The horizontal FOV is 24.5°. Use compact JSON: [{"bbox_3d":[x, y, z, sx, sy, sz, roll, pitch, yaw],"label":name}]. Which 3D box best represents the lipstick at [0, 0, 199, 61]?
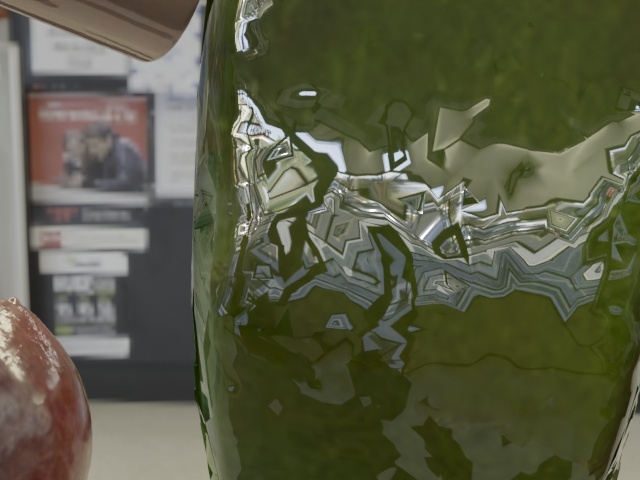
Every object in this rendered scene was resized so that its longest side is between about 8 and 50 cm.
[{"bbox_3d":[-0.174,-0.154,0.650,0.254,0.070,0.070,19,8,-33],"label":"lipstick"}]

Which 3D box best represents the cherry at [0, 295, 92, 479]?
[{"bbox_3d":[-0.331,0.198,1.374,0.221,0.307,0.261,33,12,37],"label":"cherry"}]

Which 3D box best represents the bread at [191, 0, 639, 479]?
[{"bbox_3d":[0.052,-0.041,0.507,0.129,0.366,0.382,6,0,6],"label":"bread"}]
